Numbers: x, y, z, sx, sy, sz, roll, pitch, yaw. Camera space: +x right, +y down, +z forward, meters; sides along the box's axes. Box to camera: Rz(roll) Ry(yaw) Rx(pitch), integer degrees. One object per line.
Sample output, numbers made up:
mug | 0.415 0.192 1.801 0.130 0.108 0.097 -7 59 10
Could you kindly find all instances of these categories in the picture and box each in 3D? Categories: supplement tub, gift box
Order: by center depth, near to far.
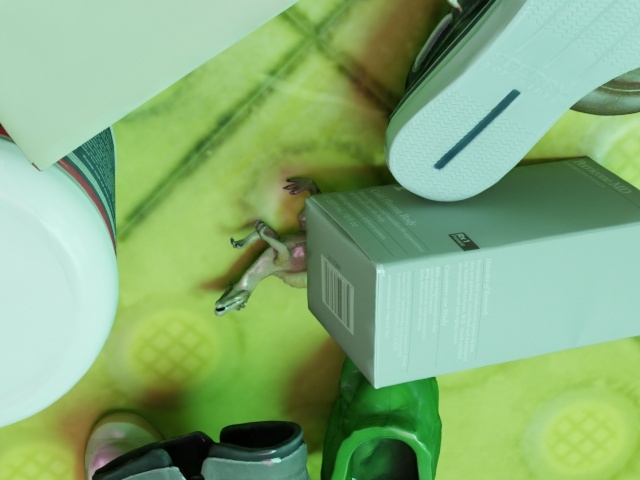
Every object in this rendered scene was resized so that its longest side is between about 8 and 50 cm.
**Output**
gift box | -0.067 -0.204 0.726 0.258 0.255 0.276 -32 109 17
supplement tub | -0.223 -0.025 0.891 0.191 0.272 0.191 -3 117 -7

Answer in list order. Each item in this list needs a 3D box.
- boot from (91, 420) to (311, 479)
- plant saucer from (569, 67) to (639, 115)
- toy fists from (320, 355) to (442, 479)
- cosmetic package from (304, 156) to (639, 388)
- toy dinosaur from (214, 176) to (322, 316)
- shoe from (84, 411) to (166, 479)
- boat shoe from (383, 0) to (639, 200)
boot | -0.120 0.262 1.087 0.338 0.118 0.222 -23 99 20
plant saucer | 0.225 -0.176 1.017 0.199 0.036 0.198 -3 116 -7
toy fists | 0.044 0.211 1.129 0.096 0.142 0.279 5 117 8
cosmetic package | 0.120 0.017 1.020 0.238 0.127 0.107 -12 118 -21
toy dinosaur | 0.000 0.000 1.074 0.183 0.053 0.092 -16 133 -4
shoe | -0.145 0.239 1.157 0.077 0.058 0.219 -9 118 -4
boat shoe | 0.155 -0.162 0.921 0.121 0.119 0.335 29 131 -30
